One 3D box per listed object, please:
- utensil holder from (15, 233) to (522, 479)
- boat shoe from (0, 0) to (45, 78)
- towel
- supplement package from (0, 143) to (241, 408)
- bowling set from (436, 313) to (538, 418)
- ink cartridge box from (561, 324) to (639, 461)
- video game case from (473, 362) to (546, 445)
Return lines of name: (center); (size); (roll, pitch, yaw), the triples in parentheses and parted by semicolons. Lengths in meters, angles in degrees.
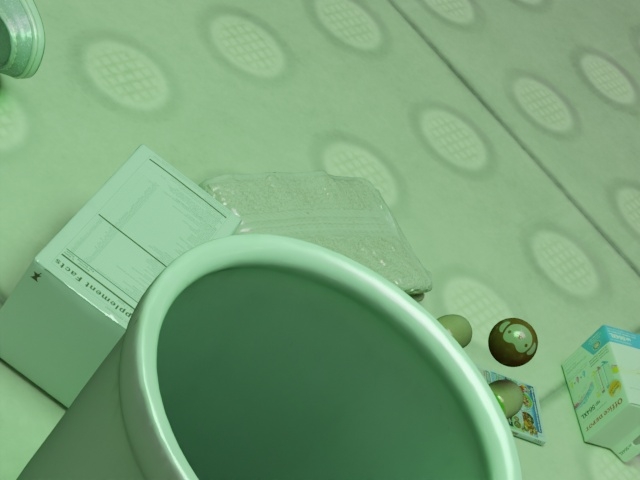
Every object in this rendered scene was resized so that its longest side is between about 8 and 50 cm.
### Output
utensil holder: (-0.082, 0.240, 1.173); (0.328, 0.385, 0.327); (23, 39, -20)
boat shoe: (-0.432, -0.291, 1.662); (0.320, 0.118, 0.103); (46, 42, 16)
towel: (0.000, 0.000, 1.783); (0.282, 0.049, 0.187); (-3, 53, -43)
supplement package: (-0.206, 0.038, 1.489); (0.139, 0.134, 0.244); (38, 36, -3)
bowling set: (0.128, 0.153, 1.617); (0.287, 0.200, 0.154); (48, 38, 18)
ink cartridge box: (0.380, 0.196, 1.872); (0.090, 0.092, 0.143); (18, 41, -27)
video game case: (0.216, 0.194, 1.798); (0.122, 0.011, 0.087); (21, 39, -23)
